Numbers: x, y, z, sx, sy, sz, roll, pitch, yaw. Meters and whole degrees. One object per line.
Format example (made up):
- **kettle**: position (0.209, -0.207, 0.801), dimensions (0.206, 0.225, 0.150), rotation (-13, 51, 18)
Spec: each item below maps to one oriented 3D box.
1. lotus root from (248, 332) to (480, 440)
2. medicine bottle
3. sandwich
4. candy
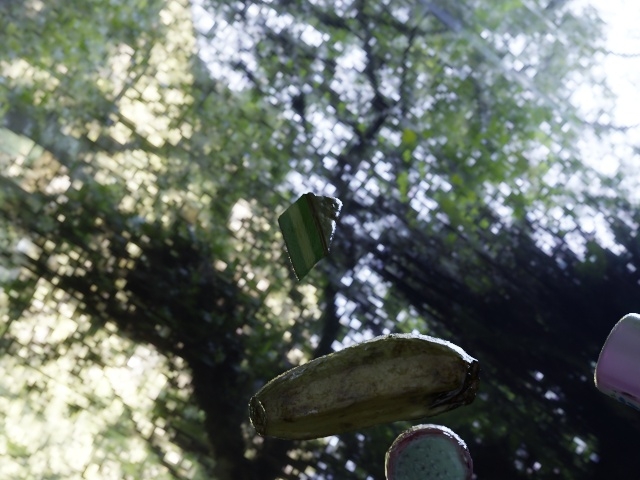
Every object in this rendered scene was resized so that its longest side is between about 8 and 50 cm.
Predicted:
- **lotus root**: position (0.048, 0.158, 1.258), dimensions (0.110, 0.258, 0.097), rotation (89, -12, -50)
- **medicine bottle**: position (0.598, 0.233, 1.893), dimensions (0.254, 0.152, 0.152), rotation (26, -100, 29)
- **sandwich**: position (0.000, 0.000, 1.624), dimensions (0.074, 0.074, 0.116), rotation (-42, -130, 32)
- **candy**: position (0.126, 0.265, 1.337), dimensions (0.103, 0.103, 0.043), rotation (-54, -175, 1)
